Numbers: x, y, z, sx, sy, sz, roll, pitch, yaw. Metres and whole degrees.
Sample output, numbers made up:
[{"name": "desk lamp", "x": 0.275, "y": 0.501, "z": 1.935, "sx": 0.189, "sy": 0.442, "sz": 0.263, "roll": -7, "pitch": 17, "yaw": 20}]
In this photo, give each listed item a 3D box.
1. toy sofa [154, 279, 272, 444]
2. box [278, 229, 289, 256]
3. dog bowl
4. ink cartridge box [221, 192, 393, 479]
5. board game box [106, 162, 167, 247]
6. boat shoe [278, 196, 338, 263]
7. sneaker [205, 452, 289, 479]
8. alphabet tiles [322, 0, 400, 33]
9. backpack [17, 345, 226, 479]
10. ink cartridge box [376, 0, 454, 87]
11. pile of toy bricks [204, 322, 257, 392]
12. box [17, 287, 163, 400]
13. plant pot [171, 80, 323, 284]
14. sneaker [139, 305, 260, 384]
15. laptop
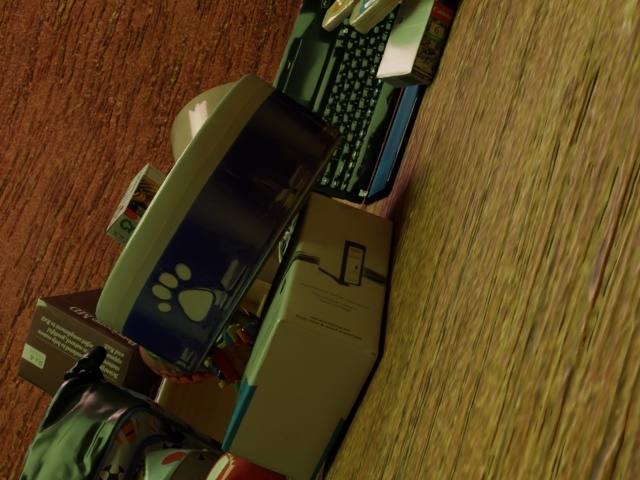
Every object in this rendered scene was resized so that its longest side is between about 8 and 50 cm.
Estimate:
[{"name": "toy sofa", "x": -0.158, "y": 0.232, "z": 1.772, "sx": 0.177, "sy": 0.150, "sz": 0.362, "roll": 120, "pitch": 168, "yaw": -59}, {"name": "box", "x": -0.011, "y": -0.005, "z": 1.569, "sx": 0.083, "sy": 0.062, "sz": 0.052, "roll": 120, "pitch": 168, "yaw": -66}, {"name": "dog bowl", "x": -0.090, "y": -0.014, "z": 1.151, "sx": 0.265, "sy": 0.104, "sz": 0.265, "roll": -57, "pitch": 1, "yaw": 2}, {"name": "ink cartridge box", "x": -0.007, "y": 0.076, "z": 1.062, "sx": 0.203, "sy": 0.086, "sz": 0.148, "roll": -79, "pitch": 10, "yaw": -59}, {"name": "board game box", "x": -0.185, "y": 0.022, "z": 2.002, "sx": 0.053, "sy": 0.305, "sz": 0.193, "roll": -46, "pitch": 15, "yaw": 23}, {"name": "boat shoe", "x": 0.000, "y": 0.000, "z": 1.330, "sx": 0.254, "sy": 0.079, "sz": 0.095, "roll": -89, "pitch": 21, "yaw": -74}, {"name": "sneaker", "x": -0.063, "y": 0.287, "z": 1.023, "sx": 0.128, "sy": 0.087, "sz": 0.221, "roll": -118, "pitch": 35, "yaw": -72}, {"name": "alphabet tiles", "x": 0.107, "y": -0.334, "z": 1.304, "sx": 0.278, "sy": 0.021, "sz": 0.284, "roll": -36, "pitch": 26, "yaw": 42}, {"name": "backpack", "x": -0.176, "y": 0.285, "z": 1.253, "sx": 0.276, "sy": 0.213, "sz": 0.263, "roll": -62, "pitch": -32, "yaw": -8}, {"name": "ink cartridge box", "x": 0.098, "y": -0.208, "z": 1.235, "sx": 0.063, "sy": 0.029, "sz": 0.115, "roll": 5, "pitch": 73, "yaw": 60}, {"name": "pile of toy bricks", "x": -0.037, "y": 0.122, "z": 1.281, "sx": 0.105, "sy": 0.118, "sz": 0.212, "roll": -36, "pitch": -4, "yaw": 5}, {"name": "box", "x": -0.263, "y": 0.162, "z": 1.967, "sx": 0.381, "sy": 0.191, "sz": 0.143, "roll": -12, "pitch": -57, "yaw": -60}, {"name": "plant pot", "x": -0.100, "y": -0.060, "z": 1.942, "sx": 0.256, "sy": 0.256, "sz": 0.274, "roll": 115, "pitch": 157, "yaw": -46}, {"name": "sneaker", "x": -0.154, "y": 0.123, "z": 1.586, "sx": 0.276, "sy": 0.135, "sz": 0.097, "roll": 0, "pitch": 62, "yaw": 48}, {"name": "laptop", "x": 0.026, "y": -0.170, "z": 1.359, "sx": 0.136, "sy": 0.264, "sz": 0.234, "roll": 27, "pitch": -98, "yaw": -58}]
